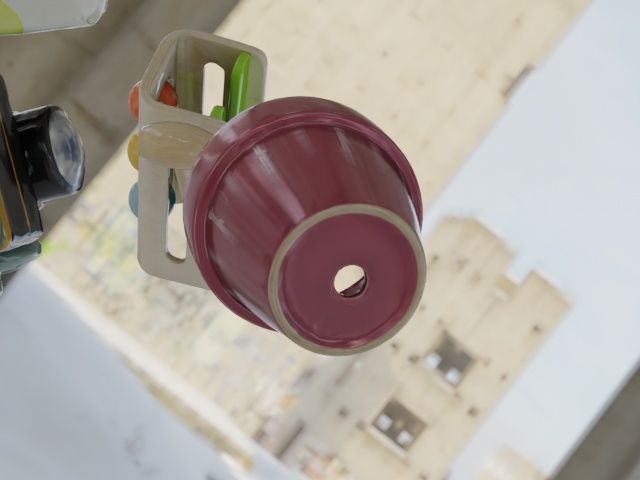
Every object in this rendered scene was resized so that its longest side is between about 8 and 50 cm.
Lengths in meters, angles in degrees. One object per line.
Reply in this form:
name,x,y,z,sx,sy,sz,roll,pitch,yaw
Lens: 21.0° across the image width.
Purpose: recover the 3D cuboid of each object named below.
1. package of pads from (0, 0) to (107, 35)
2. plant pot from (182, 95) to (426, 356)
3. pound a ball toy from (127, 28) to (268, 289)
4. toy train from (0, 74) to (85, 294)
package of pads,-0.217,-0.235,0.790,0.101,0.229,0.296,-93,178,-63
plant pot,0.000,0.000,1.402,0.201,0.201,0.180,42,5,-24
pound a ball toy,-0.153,-0.072,1.826,0.136,0.208,0.319,15,-39,7
toy train,-0.300,-0.013,0.940,0.190,0.334,0.142,-20,97,-78
